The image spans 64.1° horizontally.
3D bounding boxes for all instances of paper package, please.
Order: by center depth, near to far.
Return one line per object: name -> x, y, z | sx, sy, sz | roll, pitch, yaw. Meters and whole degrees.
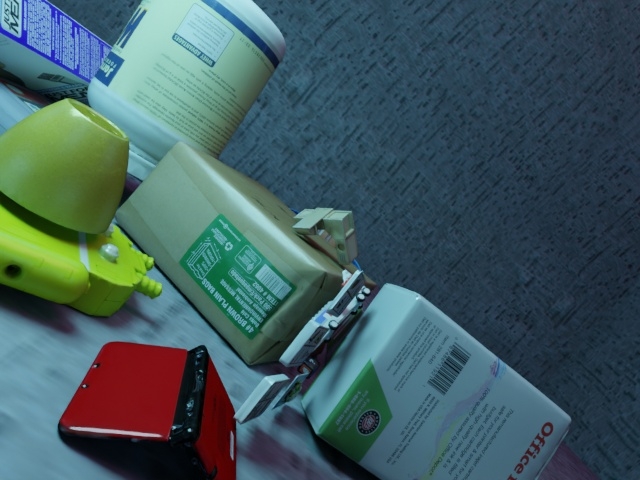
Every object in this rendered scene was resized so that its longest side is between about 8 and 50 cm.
paper package -> -0.107, 0.025, 0.831 | 0.325, 0.168, 0.309 | 42, 7, 20

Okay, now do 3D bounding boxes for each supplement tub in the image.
supplement tub -> -0.235, -0.264, 0.865 | 0.235, 0.325, 0.235 | 34, 3, -2

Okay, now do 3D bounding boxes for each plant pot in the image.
plant pot -> -0.251, -0.085, 0.519 | 0.134, 0.095, 0.134 | 37, 6, -4

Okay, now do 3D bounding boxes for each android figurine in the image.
android figurine -> -0.284, -0.013, 0.517 | 0.272, 0.056, 0.248 | 34, 7, -34

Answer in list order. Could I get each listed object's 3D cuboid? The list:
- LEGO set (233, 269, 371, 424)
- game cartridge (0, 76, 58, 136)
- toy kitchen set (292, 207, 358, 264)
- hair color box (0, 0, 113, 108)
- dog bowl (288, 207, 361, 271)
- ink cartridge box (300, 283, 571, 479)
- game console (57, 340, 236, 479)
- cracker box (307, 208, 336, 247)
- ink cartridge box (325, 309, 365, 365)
LEGO set -> -0.014, 0.110, 0.590 | 0.060, 0.182, 0.244 | 38, -4, 15
game cartridge -> -0.447, -0.182, 0.849 | 0.196, 0.060, 0.294 | 44, 6, 7
toy kitchen set -> 0.000, 0.000, 0.750 | 0.083, 0.075, 0.068 | 5, 28, 33
hair color box -> -0.497, -0.317, 0.872 | 0.185, 0.110, 0.339 | -3, -6, 13
dog bowl -> -0.039, 0.057, 1.132 | 0.297, 0.166, 0.074 | 40, -7, 12
ink cartridge box -> 0.148, 0.221, 0.665 | 0.278, 0.201, 0.117 | 38, -6, -12
game console -> -0.129, 0.150, 0.423 | 0.144, 0.085, 0.124 | -122, -168, -74
cracker box -> -0.038, 0.006, 1.558 | 0.067, 0.156, 0.232 | 37, 5, -23
ink cartridge box -> 0.065, 0.193, 0.908 | 0.062, 0.109, 0.209 | 39, 4, -2
